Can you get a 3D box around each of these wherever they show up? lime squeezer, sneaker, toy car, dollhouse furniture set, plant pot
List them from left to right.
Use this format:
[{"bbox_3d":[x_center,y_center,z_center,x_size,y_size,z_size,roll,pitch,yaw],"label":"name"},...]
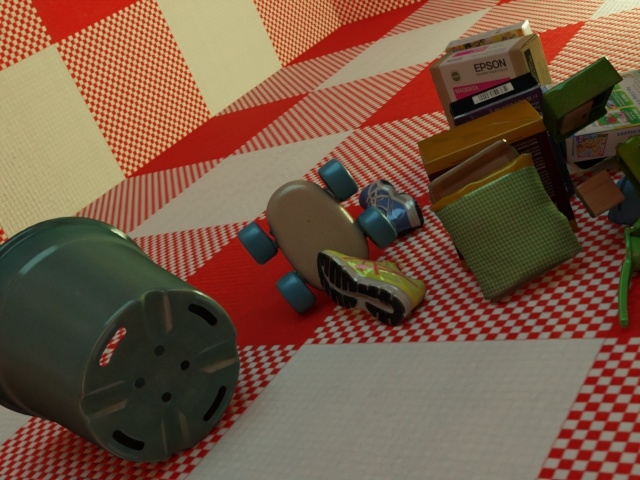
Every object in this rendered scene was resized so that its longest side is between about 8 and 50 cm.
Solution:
[{"bbox_3d":[-0.314,0.158,1.348,0.341,0.341,0.334,-36,32,-29],"label":"plant pot"},{"bbox_3d":[0.000,0.000,1.611,0.219,0.210,0.238,-39,-7,-1],"label":"toy car"},{"bbox_3d":[0.081,0.065,1.424,0.094,0.081,0.208,-28,42,-35],"label":"sneaker"},{"bbox_3d":[0.115,-0.062,1.707,0.081,0.080,0.211,-27,19,-14],"label":"sneaker"},{"bbox_3d":[0.310,-0.073,1.233,0.301,0.197,0.151,-32,-12,6],"label":"dollhouse furniture set"},{"bbox_3d":[0.486,-0.088,1.376,0.082,0.069,0.209,-16,22,32],"label":"sneaker"},{"bbox_3d":[0.456,0.015,1.203,0.310,0.059,0.110,-34,52,-27],"label":"lime squeezer"}]

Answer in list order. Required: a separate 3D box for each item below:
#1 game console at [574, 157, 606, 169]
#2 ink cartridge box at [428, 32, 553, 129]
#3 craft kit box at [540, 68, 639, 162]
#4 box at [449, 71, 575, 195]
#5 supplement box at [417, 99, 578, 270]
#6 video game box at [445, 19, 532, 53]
[{"bbox_3d":[0.497,-0.168,1.638,0.122,0.071,0.107,-29,51,-10],"label":"game console"},{"bbox_3d":[0.367,-0.312,1.874,0.235,0.193,0.088,-3,29,46],"label":"ink cartridge box"},{"bbox_3d":[0.531,-0.230,1.585,0.247,0.061,0.250,-11,29,8],"label":"craft kit box"},{"bbox_3d":[0.327,-0.158,1.525,0.153,0.207,0.108,-21,20,12],"label":"box"},{"bbox_3d":[0.280,-0.089,1.424,0.191,0.194,0.129,-21,20,9],"label":"supplement box"},{"bbox_3d":[0.394,-0.358,1.944,0.187,0.205,0.048,-10,29,36],"label":"video game box"}]
